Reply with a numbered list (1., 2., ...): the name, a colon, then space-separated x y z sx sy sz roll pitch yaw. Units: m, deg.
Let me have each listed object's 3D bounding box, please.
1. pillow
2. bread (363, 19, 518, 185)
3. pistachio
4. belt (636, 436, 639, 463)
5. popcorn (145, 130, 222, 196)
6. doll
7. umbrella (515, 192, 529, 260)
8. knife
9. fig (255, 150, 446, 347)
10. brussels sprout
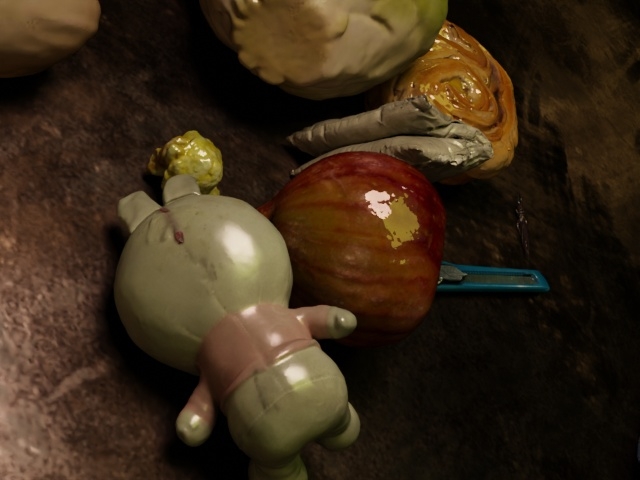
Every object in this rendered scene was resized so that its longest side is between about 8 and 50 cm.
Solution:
1. pillow: 0.068 -0.088 0.957 0.134 0.181 0.078 8 79 -46
2. bread: 0.152 -0.171 1.150 0.198 0.120 0.236 31 40 -21
3. pistachio: -0.267 -0.196 0.739 0.129 0.131 0.206 20 18 37
4. belt: 0.449 0.235 1.087 0.128 0.122 0.218 52 35 -1
5. popcorn: -0.114 -0.056 0.830 0.059 0.068 0.083 -47 134 -31
6. doll: -0.065 0.058 0.708 0.155 0.113 0.275 -30 78 -8
7. umbrella: 0.260 -0.021 1.217 0.022 0.013 0.122 51 29 -34
8. knife: 0.169 0.039 1.058 0.296 0.026 0.044 3 44 -44
9. fig: 0.005 -0.004 0.837 0.207 0.175 0.175 15 40 2
10. brussels sprout: 0.007 -0.288 1.002 0.274 0.242 0.316 12 48 -30
